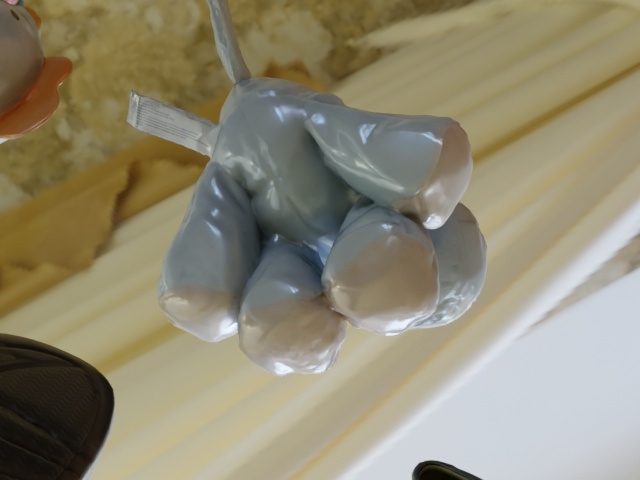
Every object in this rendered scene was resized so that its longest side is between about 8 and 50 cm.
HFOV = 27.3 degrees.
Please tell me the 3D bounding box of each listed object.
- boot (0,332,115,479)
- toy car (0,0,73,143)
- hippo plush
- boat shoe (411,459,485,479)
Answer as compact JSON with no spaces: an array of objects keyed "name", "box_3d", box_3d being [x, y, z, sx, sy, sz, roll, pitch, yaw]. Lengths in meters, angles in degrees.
[{"name":"boot","box_3d":[-0.241,0.239,0.675,0.377,0.138,0.284,-63,-7,-59]},{"name":"toy car","box_3d":[-0.255,-0.149,0.942,0.238,0.210,0.219,35,156,24]},{"name":"hippo plush","box_3d":[0.000,0.000,1.035,0.294,0.234,0.236,32,175,29]},{"name":"boat shoe","box_3d":[0.173,0.269,1.120,0.254,0.095,0.079,35,147,43]}]
